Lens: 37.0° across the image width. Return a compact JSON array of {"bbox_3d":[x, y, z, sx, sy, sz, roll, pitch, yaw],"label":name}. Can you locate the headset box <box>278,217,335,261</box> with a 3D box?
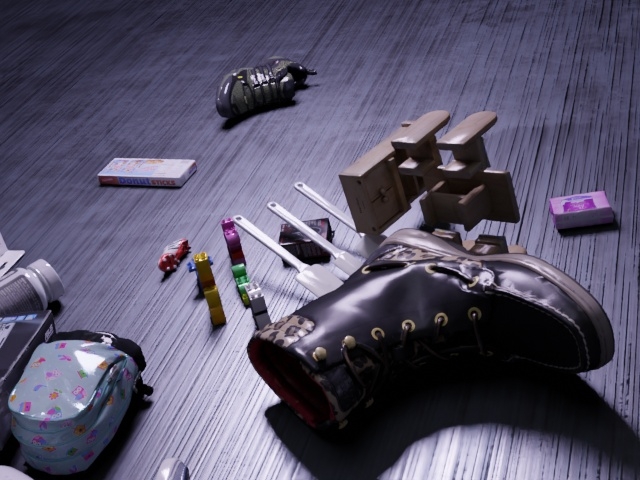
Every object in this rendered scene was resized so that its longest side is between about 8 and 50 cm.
[{"bbox_3d":[-0.018,-0.002,1.437,0.083,0.032,0.062,-8,32,11],"label":"headset box"}]

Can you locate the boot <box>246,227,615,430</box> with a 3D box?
[{"bbox_3d":[0.113,0.117,1.104,0.284,0.138,0.377,-30,32,-27],"label":"boot"}]

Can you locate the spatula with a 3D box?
[{"bbox_3d":[0.000,0.000,1.386,0.168,0.019,0.242,-32,51,-29],"label":"spatula"}]

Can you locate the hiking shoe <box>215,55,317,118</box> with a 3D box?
[{"bbox_3d":[-0.110,-0.308,1.895,0.114,0.086,0.227,12,39,39],"label":"hiking shoe"}]

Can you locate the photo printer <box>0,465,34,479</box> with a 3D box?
[{"bbox_3d":[-0.382,0.364,0.930,0.307,0.107,0.256,-26,35,-20],"label":"photo printer"}]

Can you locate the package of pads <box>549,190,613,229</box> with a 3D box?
[{"bbox_3d":[0.370,-0.043,1.359,0.083,0.032,0.050,-8,31,8],"label":"package of pads"}]

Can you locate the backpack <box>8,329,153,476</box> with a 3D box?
[{"bbox_3d":[-0.305,0.193,1.162,0.151,0.115,0.182,-1,37,14],"label":"backpack"}]

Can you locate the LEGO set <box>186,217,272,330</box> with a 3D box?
[{"bbox_3d":[-0.142,0.041,1.357,0.087,0.093,0.227,-19,33,-8],"label":"LEGO set"}]

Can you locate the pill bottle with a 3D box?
[{"bbox_3d":[-0.454,0.089,1.411,0.137,0.078,0.078,-35,38,-31],"label":"pill bottle"}]

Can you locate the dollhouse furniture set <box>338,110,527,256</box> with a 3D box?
[{"bbox_3d":[0.175,-0.080,1.318,0.242,0.212,0.161,9,38,44],"label":"dollhouse furniture set"}]

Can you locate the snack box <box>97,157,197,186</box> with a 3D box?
[{"bbox_3d":[-0.318,-0.126,1.747,0.178,0.022,0.064,3,37,24],"label":"snack box"}]

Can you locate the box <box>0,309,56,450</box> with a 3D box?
[{"bbox_3d":[-0.521,0.184,1.224,0.307,0.077,0.242,-4,20,4],"label":"box"}]

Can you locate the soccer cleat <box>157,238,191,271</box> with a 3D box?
[{"bbox_3d":[-0.233,0.024,1.482,0.035,0.029,0.083,-5,29,29],"label":"soccer cleat"}]

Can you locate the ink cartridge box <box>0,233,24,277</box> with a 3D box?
[{"bbox_3d":[-0.598,0.020,1.585,0.181,0.062,0.104,2,35,22],"label":"ink cartridge box"}]

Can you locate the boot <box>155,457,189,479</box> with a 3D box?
[{"bbox_3d":[-0.129,0.305,0.981,0.086,0.069,0.190,-4,41,2],"label":"boot"}]
